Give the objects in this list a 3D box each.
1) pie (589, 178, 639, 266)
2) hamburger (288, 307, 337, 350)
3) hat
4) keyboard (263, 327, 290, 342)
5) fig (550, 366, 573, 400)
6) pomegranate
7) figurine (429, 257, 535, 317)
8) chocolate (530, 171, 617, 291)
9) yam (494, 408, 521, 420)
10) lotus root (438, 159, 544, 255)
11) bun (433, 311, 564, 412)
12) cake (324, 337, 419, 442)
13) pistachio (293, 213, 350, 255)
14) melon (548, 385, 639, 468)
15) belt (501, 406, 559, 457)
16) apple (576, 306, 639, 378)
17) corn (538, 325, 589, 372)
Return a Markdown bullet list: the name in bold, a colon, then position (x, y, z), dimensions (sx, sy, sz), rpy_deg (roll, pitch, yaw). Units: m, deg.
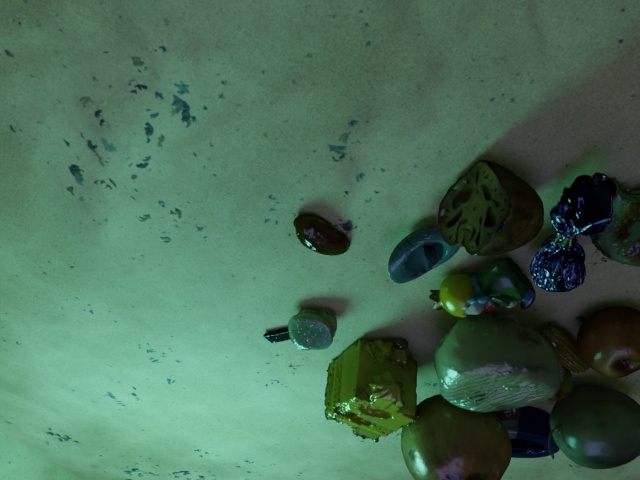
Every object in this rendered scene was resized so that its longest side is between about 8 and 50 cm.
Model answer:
- **pie**: position (0.742, -0.049, 1.268), dimensions (0.302, 0.067, 0.302), rpy_deg (3, 139, 3)
- **hamburger**: position (-0.022, 0.259, 1.668), dimensions (0.140, 0.062, 0.133), rpy_deg (0, 113, 15)
- **hat**: position (0.242, 0.021, 1.393), dimensions (0.191, 0.078, 0.138), rpy_deg (-33, 137, 11)
- **keyboard**: position (-0.078, 0.281, 1.752), dimensions (0.195, 0.018, 0.060), rpy_deg (-14, 141, 20)
- **fig**: position (0.697, 0.423, 1.760), dimensions (0.136, 0.121, 0.153), rpy_deg (29, 158, -17)
- **pomegranate**: position (0.411, 0.636, 1.731), dimensions (0.338, 0.338, 0.338), rpy_deg (3, 138, 3)
- **figurine**: position (0.415, 0.142, 1.482), dimensions (0.234, 0.127, 0.185), rpy_deg (-36, 132, 24)
- **chocolate**: position (0.547, -0.025, 1.256), dimensions (0.126, 0.148, 0.343), rpy_deg (-13, 142, -5)
- **yam**: position (0.525, 0.557, 1.918), dimensions (0.279, 0.131, 0.131), rpy_deg (-21, 132, 27)
- **lotus root**: position (0.378, -0.046, 1.231), dimensions (0.180, 0.188, 0.199), rpy_deg (14, 137, -31)
- **bun**: position (0.484, 0.342, 1.601), dimensions (0.362, 0.234, 0.326), rpy_deg (16, 134, -15)
- **cake**: position (0.173, 0.445, 1.749), dimensions (0.222, 0.227, 0.286), rpy_deg (25, 134, -19)
- **pistachio**: position (0.000, 0.000, 1.408), dimensions (0.173, 0.049, 0.089), rpy_deg (35, 131, -28)
- **melon**: position (0.881, 0.593, 1.826), dimensions (0.308, 0.272, 0.272), rpy_deg (22, 136, -9)
- **belt**: position (0.673, 0.679, 2.040), dimensions (0.347, 0.117, 0.212), rpy_deg (9, 138, -5)
- **apple**: position (0.804, 0.279, 1.552), dimensions (0.201, 0.162, 0.201), rpy_deg (4, 139, 4)
- **corn**: position (0.707, 0.317, 1.666), dimensions (0.080, 0.080, 0.238), rpy_deg (-29, 128, 32)
